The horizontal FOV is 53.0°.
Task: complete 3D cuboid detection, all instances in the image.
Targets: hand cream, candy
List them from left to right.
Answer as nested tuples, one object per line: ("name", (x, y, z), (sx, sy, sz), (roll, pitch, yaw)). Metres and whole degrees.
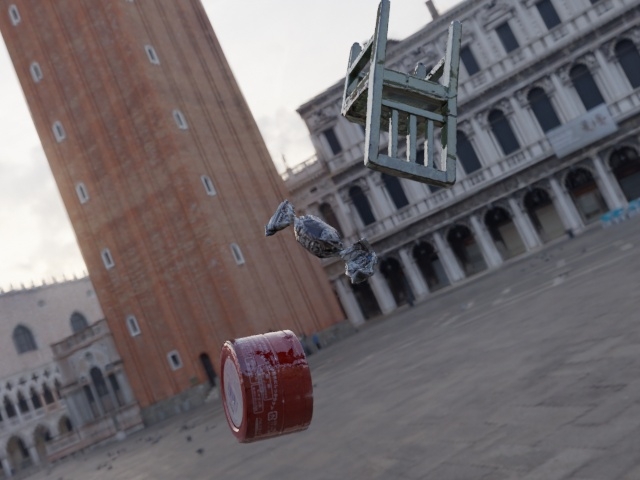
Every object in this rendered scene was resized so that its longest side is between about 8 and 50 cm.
("hand cream", (-0.102, 0.261, 1.154), (0.125, 0.193, 0.193), (-4, -15, -22))
("candy", (0.000, 0.000, 1.065), (0.094, 0.226, 0.051), (-36, -36, -34))

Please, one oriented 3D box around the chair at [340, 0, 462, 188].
("chair", (0.113, -0.191, 0.941), (0.136, 0.271, 0.147), (11, -19, -15))
